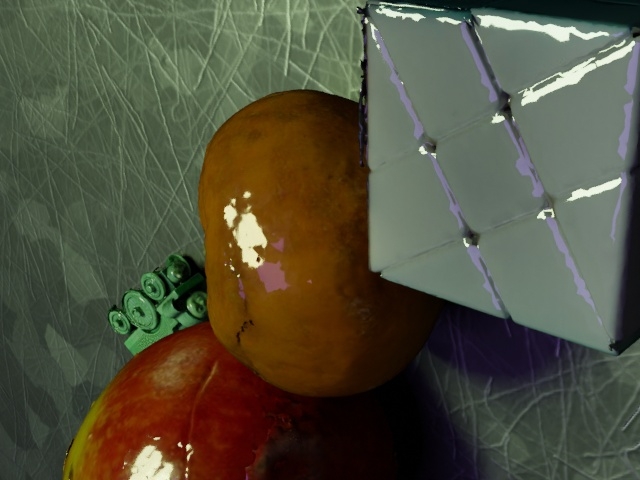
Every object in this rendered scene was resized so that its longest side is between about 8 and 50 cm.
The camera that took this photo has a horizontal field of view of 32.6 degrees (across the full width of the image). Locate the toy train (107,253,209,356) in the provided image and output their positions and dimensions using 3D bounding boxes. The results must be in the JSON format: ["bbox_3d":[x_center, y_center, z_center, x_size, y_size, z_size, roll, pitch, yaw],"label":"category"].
[{"bbox_3d":[-0.198,0.092,1.378,0.104,0.071,0.178,51,137,3],"label":"toy train"}]

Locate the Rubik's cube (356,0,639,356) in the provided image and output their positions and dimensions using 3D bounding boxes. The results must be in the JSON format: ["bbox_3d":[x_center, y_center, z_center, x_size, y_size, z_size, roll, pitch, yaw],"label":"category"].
[{"bbox_3d":[0.184,-0.079,0.816,0.231,0.224,0.221,18,120,38],"label":"Rubik's cube"}]

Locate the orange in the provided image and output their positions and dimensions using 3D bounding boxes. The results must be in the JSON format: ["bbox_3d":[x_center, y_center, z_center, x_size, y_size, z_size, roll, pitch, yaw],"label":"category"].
[{"bbox_3d":[0.000,0.000,1.006,0.284,0.226,0.284,170,90,-84],"label":"orange"}]

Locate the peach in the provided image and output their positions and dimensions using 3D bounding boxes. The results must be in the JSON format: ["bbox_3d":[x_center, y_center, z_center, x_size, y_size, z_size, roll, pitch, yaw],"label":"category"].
[{"bbox_3d":[-0.092,0.259,1.169,0.370,0.370,0.370,20,121,37],"label":"peach"}]
